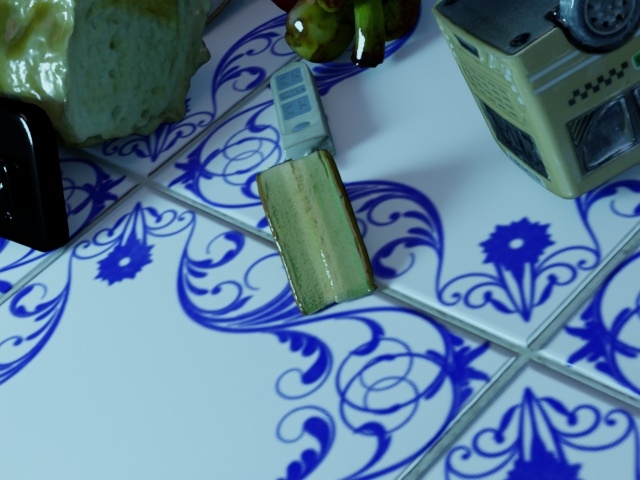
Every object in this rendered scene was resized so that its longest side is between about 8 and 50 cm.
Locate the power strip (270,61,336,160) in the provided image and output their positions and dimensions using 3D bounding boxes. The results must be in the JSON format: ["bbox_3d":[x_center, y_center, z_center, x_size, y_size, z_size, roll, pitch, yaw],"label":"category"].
[{"bbox_3d":[-0.019,-0.121,1.203,0.047,0.030,0.191,-21,36,6],"label":"power strip"}]

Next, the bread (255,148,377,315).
[{"bbox_3d":[0.002,0.004,1.054,0.074,0.084,0.139,-22,68,2],"label":"bread"}]

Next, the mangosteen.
[{"bbox_3d":[0.023,-0.294,1.274,0.215,0.215,0.258,-10,74,19],"label":"mangosteen"}]

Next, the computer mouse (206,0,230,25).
[{"bbox_3d":[-0.176,-0.287,1.467,0.245,0.056,0.126,-45,42,-14],"label":"computer mouse"}]

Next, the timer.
[{"bbox_3d":[-0.325,-0.071,1.212,0.187,0.144,0.055,15,27,40],"label":"timer"}]

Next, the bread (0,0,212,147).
[{"bbox_3d":[-0.278,-0.202,1.306,0.252,0.196,0.238,14,34,38],"label":"bread"}]

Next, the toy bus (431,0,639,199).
[{"bbox_3d":[0.292,-0.201,0.994,0.365,0.202,0.177,-30,31,-3],"label":"toy bus"}]
